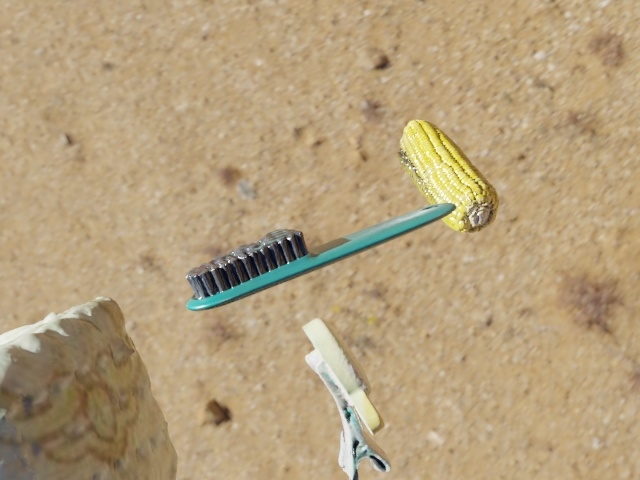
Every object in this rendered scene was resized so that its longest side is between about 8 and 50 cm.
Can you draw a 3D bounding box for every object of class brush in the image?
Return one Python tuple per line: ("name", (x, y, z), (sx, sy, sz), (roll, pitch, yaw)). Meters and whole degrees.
("brush", (0.000, 0.000, 0.882), (0.043, 0.193, 0.032), (14, 125, 69))

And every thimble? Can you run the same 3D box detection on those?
("thimble", (-0.269, 0.184, 1.143), (0.292, 0.291, 0.195), (-18, 95, 38))

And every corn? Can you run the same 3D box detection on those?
("corn", (0.149, -0.080, 1.642), (0.203, 0.072, 0.072), (-122, 37, -49))

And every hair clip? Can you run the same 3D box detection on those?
("hair clip", (0.033, 0.200, 1.717), (0.159, 0.071, 0.218), (-144, 31, -72))
